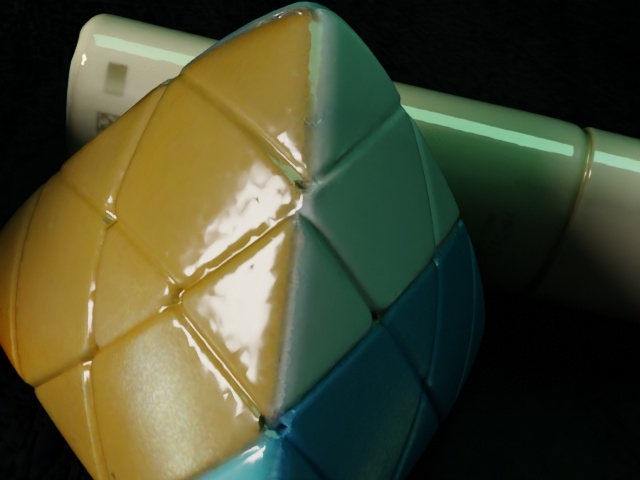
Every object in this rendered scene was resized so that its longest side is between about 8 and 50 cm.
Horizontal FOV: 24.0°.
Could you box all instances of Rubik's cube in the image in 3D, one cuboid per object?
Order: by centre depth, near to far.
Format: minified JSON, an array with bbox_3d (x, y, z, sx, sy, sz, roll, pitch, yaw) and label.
[{"bbox_3d":[0.000,0.000,0.697,0.254,0.254,0.254,9,35,-6],"label":"Rubik's cube"}]

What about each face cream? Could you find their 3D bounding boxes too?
[{"bbox_3d":[0.041,-0.032,0.809,0.348,0.173,0.081,13,71,-1],"label":"face cream"}]
